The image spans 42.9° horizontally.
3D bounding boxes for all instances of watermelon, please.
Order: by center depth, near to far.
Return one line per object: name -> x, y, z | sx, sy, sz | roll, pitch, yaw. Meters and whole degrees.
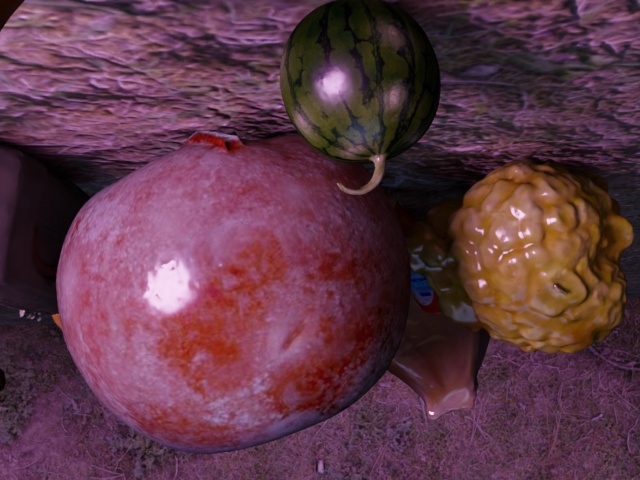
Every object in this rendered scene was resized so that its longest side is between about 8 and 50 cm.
watermelon -> 0.026, -0.090, 0.485 | 0.109, 0.109, 0.109 | -2, 170, 0

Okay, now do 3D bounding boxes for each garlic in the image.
garlic -> 0.094, 0.073, 1.181 | 0.339, 0.246, 0.231 | 20, -159, 7

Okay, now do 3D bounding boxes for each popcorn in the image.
popcorn -> 0.212, 0.015, 0.898 | 0.251, 0.206, 0.237 | 9, -176, 1

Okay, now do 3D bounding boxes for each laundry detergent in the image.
laundry detergent -> 0.109, 0.011, 0.996 | 0.049, 0.165, 0.097 | -38, -165, -21

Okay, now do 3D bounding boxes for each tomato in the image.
tomato -> -0.077, 0.040, 0.739 | 0.316, 0.283, 0.317 | -14, 170, -2

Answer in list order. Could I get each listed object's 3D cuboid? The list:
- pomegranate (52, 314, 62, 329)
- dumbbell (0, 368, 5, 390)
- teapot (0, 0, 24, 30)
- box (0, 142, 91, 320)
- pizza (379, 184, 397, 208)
pomegranate -> -0.294, 0.084, 1.206 | 0.196, 0.196, 0.196 | -2, 170, 0
dumbbell -> -0.523, 0.113, 1.162 | 0.140, 0.226, 0.124 | 3, 166, -36
teapot -> -0.147, -0.122, 0.299 | 0.116, 0.116, 0.173 | -1, -163, -9
box -> -0.313, -0.006, 0.781 | 0.129, 0.148, 0.210 | 4, 169, 6
pizza -> 0.000, 0.000, 0.968 | 0.052, 0.185, 0.195 | 43, 175, -30
